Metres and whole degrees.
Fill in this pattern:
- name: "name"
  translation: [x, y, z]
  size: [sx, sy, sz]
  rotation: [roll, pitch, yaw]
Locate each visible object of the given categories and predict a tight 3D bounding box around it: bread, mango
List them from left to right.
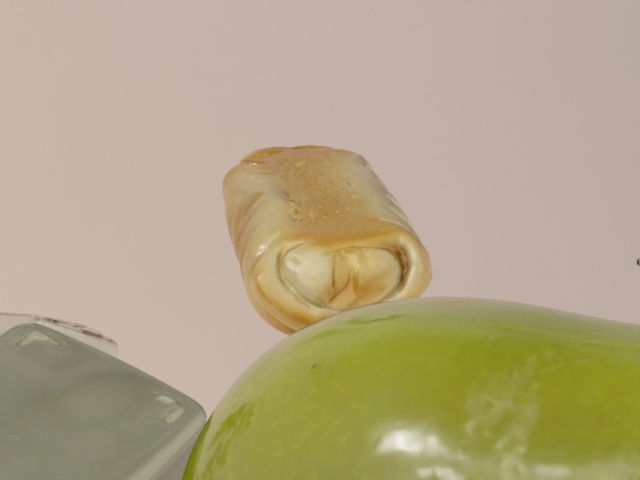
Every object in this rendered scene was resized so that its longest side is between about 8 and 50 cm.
- name: "bread"
  translation: [0.000, 0.000, 1.530]
  size: [0.311, 0.173, 0.121]
  rotation: [-112, 19, -65]
- name: "mango"
  translation: [0.082, 0.092, 0.497]
  size: [0.175, 0.293, 0.143]
  rotation: [52, -135, -34]

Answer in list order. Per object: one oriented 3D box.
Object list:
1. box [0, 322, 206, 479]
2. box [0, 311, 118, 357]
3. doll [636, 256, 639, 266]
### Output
- name: "box"
  translation: [-0.150, 0.141, 0.733]
  size: [0.210, 0.148, 0.129]
  rotation: [-37, -33, -58]
- name: "box"
  translation: [-0.276, 0.202, 1.148]
  size: [0.106, 0.200, 0.299]
  rotation: [26, -112, -61]
- name: "doll"
  translation: [0.286, -0.006, 1.269]
  size: [0.058, 0.040, 0.085]
  rotation: [-58, -9, -44]
